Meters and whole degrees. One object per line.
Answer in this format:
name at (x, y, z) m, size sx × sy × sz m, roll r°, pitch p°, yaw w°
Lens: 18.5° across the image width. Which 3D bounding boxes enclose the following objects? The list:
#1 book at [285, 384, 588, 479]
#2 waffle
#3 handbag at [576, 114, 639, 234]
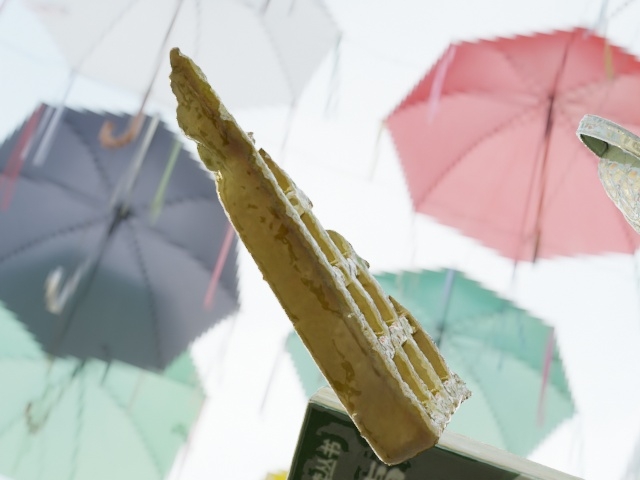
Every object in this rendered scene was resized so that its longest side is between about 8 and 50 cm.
book at (0.094, 0.206, 0.984) m, size 0.264 × 0.027 × 0.202 m, roll 19°, pitch -70°, yaw 11°
waffle at (0.000, 0.000, 0.842) m, size 0.032 × 0.125 × 0.191 m, roll -31°, pitch -91°, yaw 16°
handbag at (0.314, -0.032, 1.723) m, size 0.219 × 0.256 × 0.079 m, roll 38°, pitch -88°, yaw -18°
